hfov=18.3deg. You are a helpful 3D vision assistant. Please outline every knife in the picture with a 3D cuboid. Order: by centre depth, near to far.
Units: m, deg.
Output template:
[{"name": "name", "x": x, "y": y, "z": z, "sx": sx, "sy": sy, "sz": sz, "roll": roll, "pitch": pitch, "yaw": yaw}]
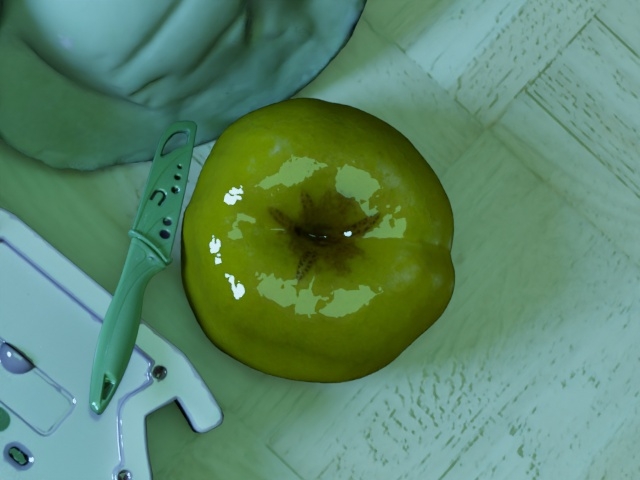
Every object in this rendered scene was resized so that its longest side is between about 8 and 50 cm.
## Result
[{"name": "knife", "x": -0.104, "y": 0.013, "z": 1.188, "sx": 0.030, "sy": 0.014, "sz": 0.207, "roll": 17, "pitch": 61, "yaw": -8}]

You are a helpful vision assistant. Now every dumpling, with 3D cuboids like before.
[{"name": "dumpling", "x": -0.086, "y": -0.168, "z": 1.228, "sx": 0.227, "sy": 0.243, "sz": 0.175, "roll": 28, "pitch": 43, "yaw": -22}]

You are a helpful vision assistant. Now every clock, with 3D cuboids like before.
[{"name": "clock", "x": -0.189, "y": 0.153, "z": 1.196, "sx": 0.290, "sy": 0.080, "sz": 0.275, "roll": 36, "pitch": 80, "yaw": 0}]

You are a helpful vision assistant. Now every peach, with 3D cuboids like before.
[{"name": "peach", "x": 0.000, "y": 0.000, "z": 1.227, "sx": 0.179, "sy": 0.103, "sz": 0.179, "roll": 0, "pitch": 84, "yaw": -2}]
